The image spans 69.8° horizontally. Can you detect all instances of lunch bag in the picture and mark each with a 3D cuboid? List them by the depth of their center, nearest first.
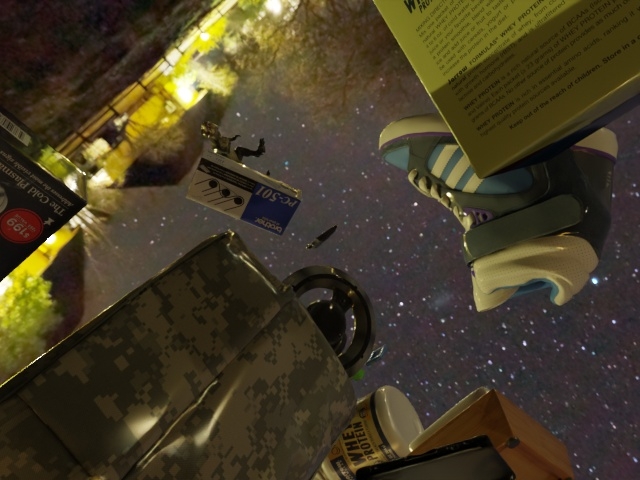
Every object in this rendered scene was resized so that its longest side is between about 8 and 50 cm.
[{"bbox_3d":[-0.118,0.182,0.432,0.212,0.256,0.305,-47,178,40],"label":"lunch bag"}]

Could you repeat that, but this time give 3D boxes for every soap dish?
[{"bbox_3d":[0.341,0.438,0.903,0.229,0.291,0.118,-45,-153,12],"label":"soap dish"}]

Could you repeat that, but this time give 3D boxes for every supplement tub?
[{"bbox_3d":[0.129,0.601,1.371,0.316,0.228,0.228,-36,-155,20],"label":"supplement tub"}]

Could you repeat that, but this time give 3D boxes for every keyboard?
[{"bbox_3d":[0.000,0.000,1.422,0.108,0.023,0.180,-34,176,-10],"label":"keyboard"}]

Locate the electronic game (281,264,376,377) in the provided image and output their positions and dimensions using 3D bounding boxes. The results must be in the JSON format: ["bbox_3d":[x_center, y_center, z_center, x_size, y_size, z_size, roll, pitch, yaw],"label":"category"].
[{"bbox_3d":[0.006,0.160,0.885,0.229,0.229,0.048,-58,-168,-27],"label":"electronic game"}]

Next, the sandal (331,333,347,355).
[{"bbox_3d":[-0.060,0.363,1.345,0.446,0.107,0.167,-34,-165,41],"label":"sandal"}]

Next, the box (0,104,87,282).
[{"bbox_3d":[-0.661,-0.097,0.801,0.312,0.343,0.179,-43,-143,-1],"label":"box"}]

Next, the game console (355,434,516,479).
[{"bbox_3d":[0.096,0.217,0.383,0.122,0.107,0.071,-17,-154,4],"label":"game console"}]

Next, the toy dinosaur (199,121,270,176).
[{"bbox_3d":[-0.174,-0.164,1.009,0.118,0.268,0.064,-5,-132,7],"label":"toy dinosaur"}]

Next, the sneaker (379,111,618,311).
[{"bbox_3d":[0.193,-0.032,0.604,0.323,0.130,0.236,13,-93,39],"label":"sneaker"}]

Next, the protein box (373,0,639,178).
[{"bbox_3d":[0.178,-0.189,0.344,0.136,0.201,0.200,-18,166,-42],"label":"protein box"}]

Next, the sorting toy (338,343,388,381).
[{"bbox_3d":[0.066,0.393,1.422,0.196,0.047,0.348,-40,-179,-40],"label":"sorting toy"}]

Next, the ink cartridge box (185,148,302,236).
[{"bbox_3d":[-0.151,-0.093,0.915,0.097,0.207,0.046,-58,-162,29],"label":"ink cartridge box"}]
